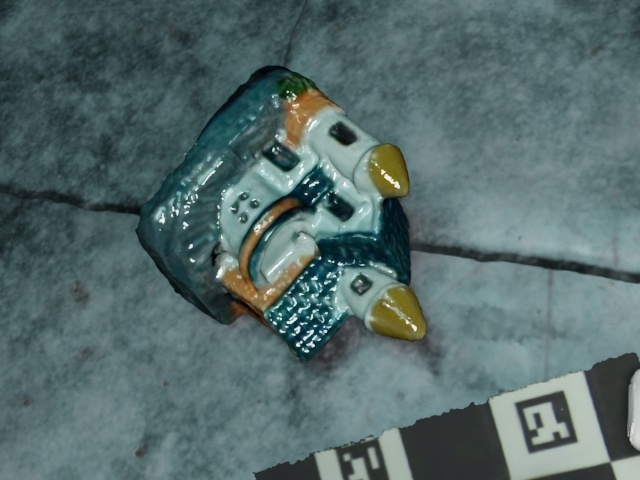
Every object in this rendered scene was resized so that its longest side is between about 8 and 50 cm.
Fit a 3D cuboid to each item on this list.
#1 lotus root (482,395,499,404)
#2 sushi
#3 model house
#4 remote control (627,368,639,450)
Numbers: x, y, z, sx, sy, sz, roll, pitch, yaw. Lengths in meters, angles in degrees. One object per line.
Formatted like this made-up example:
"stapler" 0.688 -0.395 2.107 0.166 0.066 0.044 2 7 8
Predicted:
"lotus root" 0.155 0.193 1.213 0.179 0.080 0.089 -28 55 10
"sushi" 0.159 0.285 1.147 0.373 0.100 0.296 -22 81 24
"model house" 0.000 0.000 1.344 0.291 0.184 0.253 36 77 31
"remote control" 0.354 0.159 1.060 0.029 0.261 0.067 -36 42 56
